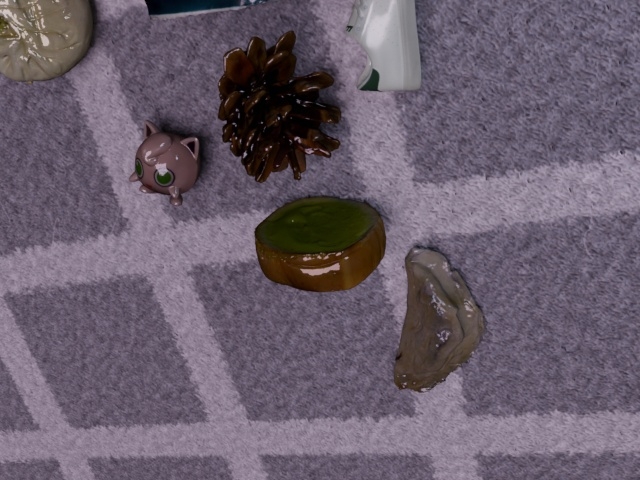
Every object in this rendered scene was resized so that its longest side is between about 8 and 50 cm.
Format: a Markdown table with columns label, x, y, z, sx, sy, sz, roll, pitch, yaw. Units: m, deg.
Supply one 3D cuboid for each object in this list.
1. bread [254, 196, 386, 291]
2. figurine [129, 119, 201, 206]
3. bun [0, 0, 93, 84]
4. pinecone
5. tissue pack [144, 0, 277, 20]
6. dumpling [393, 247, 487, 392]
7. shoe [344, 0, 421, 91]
| label | x | y | z | sx | sy | sz | roll | pitch | yaw |
| --- | --- | --- | --- | --- | --- | --- | --- | --- | --- |
| bread | 0.000 | 0.000 | 1.141 | 0.236 | 0.236 | 0.070 | 2 | 119 | 16 |
| figurine | -0.279 | -0.139 | 1.220 | 0.125 | 0.125 | 0.138 | 18 | 118 | 8 |
| bun | -0.513 | -0.382 | 1.163 | 0.229 | 0.145 | 0.229 | 8 | 115 | 16 |
| pinecone | -0.063 | -0.200 | 1.072 | 0.202 | 0.201 | 0.229 | -26 | 144 | -10 |
| tissue pack | -0.125 | -0.530 | 0.888 | 0.253 | 0.264 | 0.417 | 4 | 116 | 30 |
| dumpling | 0.220 | 0.175 | 1.248 | 0.166 | 0.086 | 0.332 | 9 | 122 | 16 |
| shoe | 0.085 | -0.346 | 1.010 | 0.110 | 0.095 | 0.265 | -11 | 115 | 6 |
